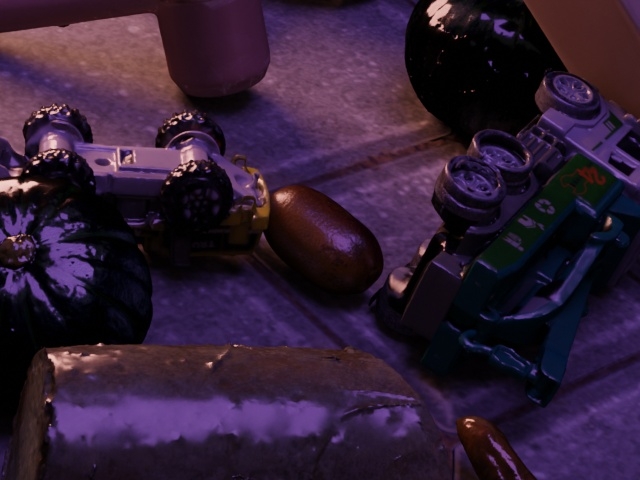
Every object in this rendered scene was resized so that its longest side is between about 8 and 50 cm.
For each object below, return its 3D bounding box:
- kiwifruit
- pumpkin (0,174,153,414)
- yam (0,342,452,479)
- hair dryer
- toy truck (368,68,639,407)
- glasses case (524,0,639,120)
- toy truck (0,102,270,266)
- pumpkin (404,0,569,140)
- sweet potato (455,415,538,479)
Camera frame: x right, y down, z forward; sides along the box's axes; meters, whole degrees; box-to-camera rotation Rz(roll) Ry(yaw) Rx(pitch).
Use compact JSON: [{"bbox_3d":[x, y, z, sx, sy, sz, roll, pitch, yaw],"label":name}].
[{"bbox_3d":[0.000,0.000,1.624,0.124,0.075,0.075,41,42,23],"label":"kiwifruit"},{"bbox_3d":[-0.224,0.042,1.417,0.194,0.150,0.194,1,37,-1],"label":"pumpkin"},{"bbox_3d":[-0.072,0.154,1.314,0.304,0.168,0.168,1,38,-18],"label":"yam"},{"bbox_3d":[-0.229,-0.226,1.811,0.344,0.189,0.107,-6,28,7],"label":"hair dryer"},{"bbox_3d":[0.187,-0.001,1.627,0.178,0.176,0.363,33,39,9],"label":"toy truck"},{"bbox_3d":[0.310,-0.157,1.730,0.076,0.144,0.336,-38,102,-23],"label":"glasses case"},{"bbox_3d":[-0.184,-0.045,1.583,0.286,0.111,0.136,5,27,-11],"label":"toy truck"},{"bbox_3d":[0.198,-0.189,1.878,0.233,0.163,0.233,9,34,-6],"label":"pumpkin"},{"bbox_3d":[0.163,0.202,1.426,0.053,0.054,0.182,-42,61,-12],"label":"sweet potato"}]
